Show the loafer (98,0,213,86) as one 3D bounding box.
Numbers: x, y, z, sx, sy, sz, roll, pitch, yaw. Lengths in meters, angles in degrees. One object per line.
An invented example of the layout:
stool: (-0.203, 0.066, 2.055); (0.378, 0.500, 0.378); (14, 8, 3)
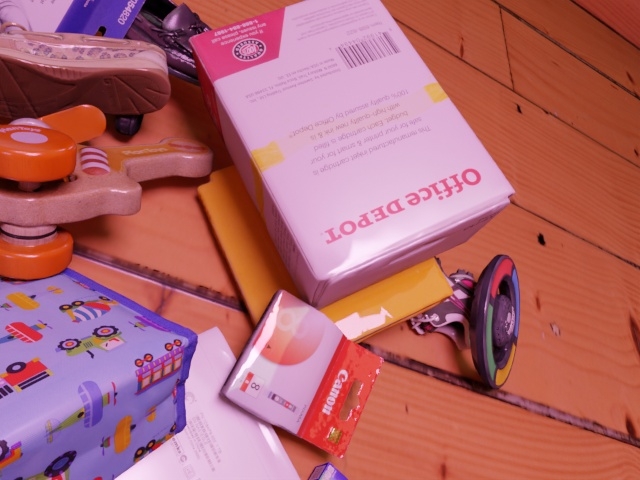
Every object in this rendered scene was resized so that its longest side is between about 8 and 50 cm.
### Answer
loafer: (-0.247, -0.335, 0.745); (0.303, 0.095, 0.109); (27, 41, -11)

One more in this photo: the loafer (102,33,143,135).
loafer: (-0.311, -0.251, 0.758); (0.078, 0.076, 0.223); (4, 55, -24)

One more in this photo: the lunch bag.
lunch bag: (-0.300, 0.107, 0.450); (0.293, 0.138, 0.221); (29, 31, 25)

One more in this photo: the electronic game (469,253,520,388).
electronic game: (0.308, 0.138, 0.839); (0.229, 0.048, 0.229); (-5, 97, -55)

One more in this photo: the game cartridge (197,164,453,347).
game cartridge: (0.000, 0.000, 0.741); (0.285, 0.052, 0.323); (-22, 71, -15)

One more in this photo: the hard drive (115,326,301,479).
hard drive: (-0.212, 0.264, 0.511); (0.353, 0.047, 0.233); (-21, 74, -39)

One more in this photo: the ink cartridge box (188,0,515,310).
ink cartridge box: (0.027, -0.133, 0.684); (0.279, 0.160, 0.384); (-23, 72, -14)

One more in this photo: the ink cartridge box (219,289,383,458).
ink cartridge box: (-0.012, 0.169, 0.611); (0.179, 0.045, 0.145); (31, 66, -7)

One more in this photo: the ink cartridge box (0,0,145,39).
ink cartridge box: (-0.393, -0.326, 0.675); (0.224, 0.223, 0.045); (33, 7, -10)

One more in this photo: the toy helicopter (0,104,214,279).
toy helicopter: (-0.291, -0.097, 0.625); (0.235, 0.140, 0.355); (28, 28, 26)

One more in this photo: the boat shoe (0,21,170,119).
boat shoe: (-0.349, -0.224, 0.649); (0.285, 0.104, 0.089); (-1, 57, -20)

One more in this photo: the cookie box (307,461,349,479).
cookie box: (0.019, 0.349, 0.602); (0.107, 0.040, 0.092); (44, 48, -2)

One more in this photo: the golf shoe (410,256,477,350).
golf shoe: (0.169, 0.086, 0.821); (0.273, 0.105, 0.120); (25, 57, -17)
